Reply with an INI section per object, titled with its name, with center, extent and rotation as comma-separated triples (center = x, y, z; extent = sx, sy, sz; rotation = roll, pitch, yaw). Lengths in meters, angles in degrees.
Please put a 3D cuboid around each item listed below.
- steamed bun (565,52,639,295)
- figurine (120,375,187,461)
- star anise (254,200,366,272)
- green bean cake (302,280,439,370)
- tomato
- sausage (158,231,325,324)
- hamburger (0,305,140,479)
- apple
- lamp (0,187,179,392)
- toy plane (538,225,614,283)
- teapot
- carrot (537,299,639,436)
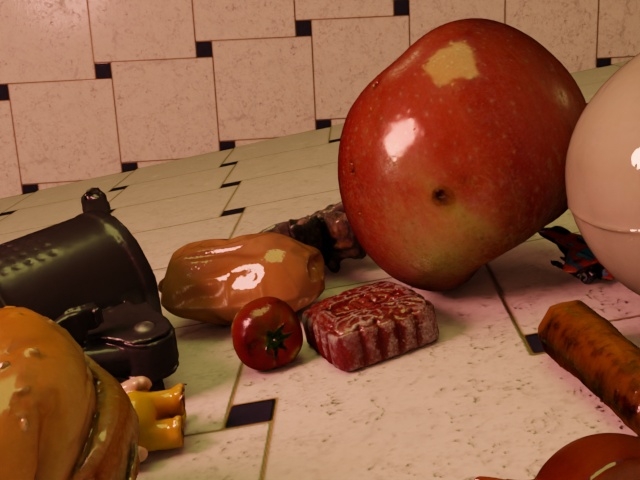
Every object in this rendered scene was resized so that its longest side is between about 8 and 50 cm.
[steamed bun]
center = 0.441, -0.074, 0.839
extent = 0.374, 0.334, 0.334
rotation = -4, 17, 13
[figurine]
center = -0.259, 0.181, 0.830
extent = 0.246, 0.131, 0.156
rotation = 2, 55, -5
[star anise]
center = 0.000, 0.000, 1.283
extent = 0.223, 0.109, 0.236
rotation = -18, 2, -1
[green bean cake]
center = 0.056, 0.096, 0.987
extent = 0.135, 0.056, 0.136
rotation = -16, 16, -18
[tomato]
center = -0.065, 0.109, 0.982
extent = 0.087, 0.087, 0.075
rotation = -16, 14, -16
[sausage]
center = -0.111, 0.054, 1.141
extent = 0.241, 0.120, 0.136
rotation = -6, 5, 22
[hamburger]
center = -0.280, 0.184, 0.616
extent = 0.319, 0.158, 0.318
rotation = -24, 34, 17
[apple]
center = 0.178, -0.108, 1.075
extent = 0.348, 0.277, 0.348
rotation = -35, -6, -5
[lamp]
center = -0.346, 0.088, 1.026
extent = 0.272, 0.205, 0.374
rotation = -14, 26, -23
[toy plane]
center = 0.337, 0.015, 1.061
extent = 0.130, 0.061, 0.189
rotation = -18, 12, -18
[teapot]
center = 0.186, 0.179, 0.530
extent = 0.173, 0.116, 0.116
rotation = 15, 16, -2
[carrot]
center = 0.265, 0.127, 0.718
extent = 0.066, 0.066, 0.314
rotation = -13, 18, -3
